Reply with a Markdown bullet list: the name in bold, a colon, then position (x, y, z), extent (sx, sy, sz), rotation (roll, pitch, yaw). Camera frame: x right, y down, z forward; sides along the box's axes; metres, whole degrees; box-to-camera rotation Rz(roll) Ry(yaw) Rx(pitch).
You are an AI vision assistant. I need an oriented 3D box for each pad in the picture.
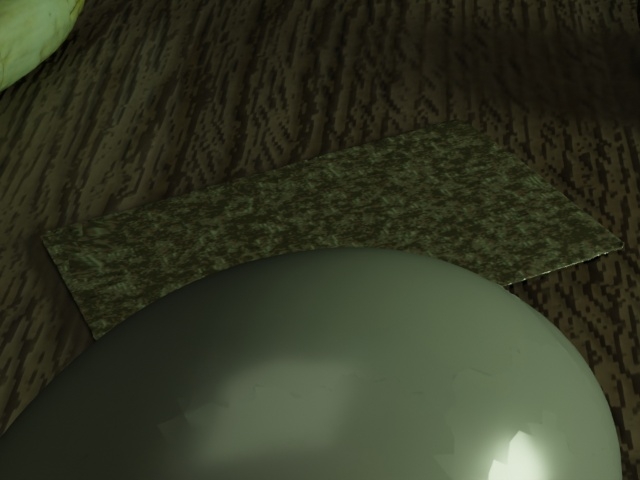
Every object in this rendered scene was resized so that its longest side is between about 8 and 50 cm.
- **pad**: position (0.000, 0.000, 0.667), extent (0.235, 0.003, 0.158), rotation (-17, 33, -17)

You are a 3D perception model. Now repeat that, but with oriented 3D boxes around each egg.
- **egg**: position (-0.010, 0.080, 0.397), extent (0.198, 0.146, 0.146), rotation (-21, 33, -11)

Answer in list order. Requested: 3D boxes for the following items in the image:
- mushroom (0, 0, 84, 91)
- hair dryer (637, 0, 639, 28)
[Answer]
- **mushroom**: position (-0.229, -0.090, 0.792), extent (0.100, 0.081, 0.312), rotation (7, 29, 14)
- **hair dryer**: position (0.275, -0.116, 0.762), extent (0.181, 0.064, 0.117), rotation (-9, 31, -16)
